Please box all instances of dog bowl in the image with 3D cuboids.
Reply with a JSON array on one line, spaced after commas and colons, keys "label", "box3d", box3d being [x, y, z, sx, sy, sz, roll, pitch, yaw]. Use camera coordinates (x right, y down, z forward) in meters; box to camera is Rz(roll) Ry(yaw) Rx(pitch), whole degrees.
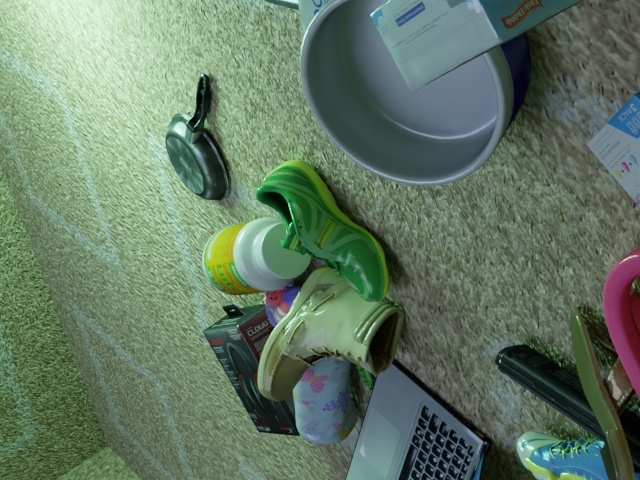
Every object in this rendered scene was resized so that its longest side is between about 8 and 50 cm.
[{"label": "dog bowl", "box3d": [0.113, -0.203, 1.255, 0.265, 0.104, 0.264, 18, 133, 20]}]

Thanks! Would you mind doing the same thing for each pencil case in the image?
[{"label": "pencil case", "box3d": [0.006, 0.274, 2.007, 0.124, 0.113, 0.273, 3, 132, 9]}]

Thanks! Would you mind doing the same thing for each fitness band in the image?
[{"label": "fitness band", "box3d": [0.438, 0.132, 1.205, 0.209, 0.054, 0.290, -9, 111, 61]}]

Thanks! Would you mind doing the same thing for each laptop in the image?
[{"label": "laptop", "box3d": [0.127, 0.486, 1.784, 0.408, 0.236, 0.382, 39, 129, 35]}]

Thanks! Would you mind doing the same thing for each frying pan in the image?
[{"label": "frying pan", "box3d": [-0.230, -0.177, 2.031, 0.197, 0.053, 0.326, 57, 156, 1]}]

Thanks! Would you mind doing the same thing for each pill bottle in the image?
[{"label": "pill bottle", "box3d": [-0.115, 0.029, 1.940, 0.246, 0.136, 0.136, -12, 107, 62]}]

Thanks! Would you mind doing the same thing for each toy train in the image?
[{"label": "toy train", "box3d": [0.092, 0.265, 1.965, 0.024, 0.017, 0.083, -8, 111, 51]}]

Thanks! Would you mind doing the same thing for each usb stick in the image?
[{"label": "usb stick", "box3d": [0.357, 0.224, 1.414, 0.278, 0.077, 0.045, 34, 119, 40]}]

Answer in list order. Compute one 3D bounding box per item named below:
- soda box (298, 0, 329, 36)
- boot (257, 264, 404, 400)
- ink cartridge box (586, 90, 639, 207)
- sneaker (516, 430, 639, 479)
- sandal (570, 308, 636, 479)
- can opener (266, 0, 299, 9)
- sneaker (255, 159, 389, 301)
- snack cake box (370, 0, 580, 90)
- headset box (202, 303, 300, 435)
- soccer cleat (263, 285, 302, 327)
[{"label": "soda box", "box3d": [0.032, -0.325, 1.372, 0.091, 0.098, 0.286, 31, 141, 43]}, {"label": "boot", "box3d": [0.017, 0.194, 1.803, 0.203, 0.262, 0.095, 30, 179, 40]}, {"label": "ink cartridge box", "box3d": [0.378, -0.069, 1.089, 0.181, 0.062, 0.104, 52, 153, 12]}, {"label": "sneaker", "box3d": [0.383, 0.305, 1.465, 0.240, 0.091, 0.126, 31, 124, 43]}, {"label": "sandal", "box3d": [0.385, 0.197, 1.331, 0.088, 0.079, 0.240, 79, -178, -61]}, {"label": "can opener", "box3d": [-0.084, -0.372, 1.521, 0.283, 0.095, 0.076, 31, 143, 53]}, {"label": "sneaker", "box3d": [0.000, 0.000, 1.731, 0.295, 0.123, 0.109, 48, 151, 19]}, {"label": "snack cake box", "box3d": [0.198, -0.249, 0.985, 0.089, 0.264, 0.152, 61, 153, -4]}, {"label": "headset box", "box3d": [-0.120, 0.260, 2.213, 0.293, 0.110, 0.218, 62, 153, -7]}, {"label": "soccer cleat", "box3d": [-0.068, 0.119, 1.979, 0.095, 0.083, 0.248, 47, 167, 7]}]
